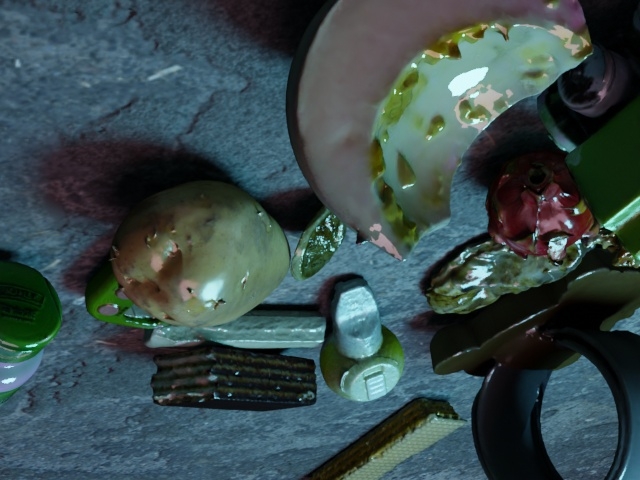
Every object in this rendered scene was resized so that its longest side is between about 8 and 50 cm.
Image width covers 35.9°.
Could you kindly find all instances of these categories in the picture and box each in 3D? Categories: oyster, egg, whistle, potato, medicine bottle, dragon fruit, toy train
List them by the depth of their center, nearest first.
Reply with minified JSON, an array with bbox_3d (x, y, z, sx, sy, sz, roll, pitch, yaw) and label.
[{"bbox_3d":[0.074,-0.136,0.863,0.206,0.162,0.271,31,96,-12],"label":"egg"},{"bbox_3d":[0.365,-0.087,0.990,0.307,0.249,0.173,13,136,-39],"label":"toy train"},{"bbox_3d":[-0.116,0.022,1.034,0.161,0.128,0.235,-51,149,-4],"label":"potato"},{"bbox_3d":[-0.398,0.134,1.101,0.133,0.134,0.274,13,138,-40],"label":"medicine bottle"},{"bbox_3d":[0.254,-0.046,1.126,0.133,0.136,0.166,-50,159,-8],"label":"dragon fruit"},{"bbox_3d":[0.272,0.013,1.290,0.128,0.079,0.345,23,135,-36],"label":"oyster"},{"bbox_3d":[0.049,0.133,1.363,0.122,0.123,0.223,-14,129,-3],"label":"whistle"}]

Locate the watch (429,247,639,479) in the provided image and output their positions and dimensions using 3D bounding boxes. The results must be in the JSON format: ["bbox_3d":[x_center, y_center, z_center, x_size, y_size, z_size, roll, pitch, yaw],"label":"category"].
[{"bbox_3d":[0.373,0.223,1.406,0.314,0.327,0.335,7,141,-40],"label":"watch"}]

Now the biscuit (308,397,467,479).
[{"bbox_3d":[0.112,0.392,1.835,0.094,0.054,0.378,11,140,-36],"label":"biscuit"}]

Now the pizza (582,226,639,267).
[{"bbox_3d":[0.484,-0.051,1.183,0.287,0.074,0.251,-19,163,-30],"label":"pizza"}]

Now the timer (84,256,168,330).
[{"bbox_3d":[-0.197,0.052,1.146,0.128,0.047,0.140,15,137,-39],"label":"timer"}]

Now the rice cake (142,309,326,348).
[{"bbox_3d":[-0.106,0.117,1.289,0.256,0.052,0.057,3,148,-28],"label":"rice cake"}]

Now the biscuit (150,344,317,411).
[{"bbox_3d":[-0.114,0.190,1.333,0.106,0.070,0.252,-13,163,32],"label":"biscuit"}]

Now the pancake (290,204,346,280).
[{"bbox_3d":[-0.001,0.001,1.130,0.108,0.017,0.108,-45,151,-34],"label":"pancake"}]
